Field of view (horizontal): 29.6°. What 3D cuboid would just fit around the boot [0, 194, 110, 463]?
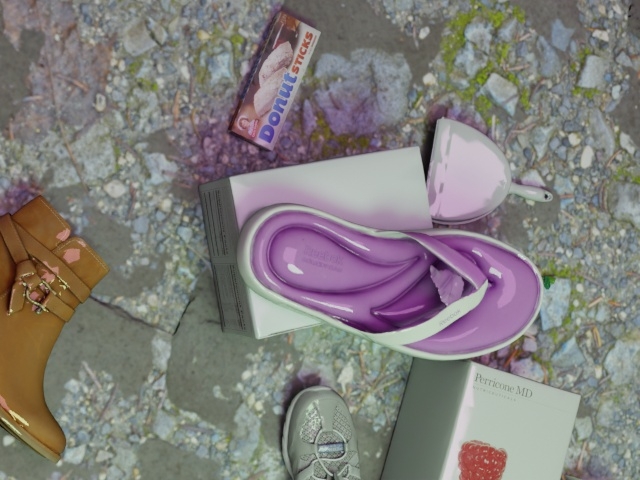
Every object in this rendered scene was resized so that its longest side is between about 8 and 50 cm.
[{"bbox_3d":[-0.341,0.105,1.467,0.220,0.109,0.283,-40,95,-21],"label":"boot"}]

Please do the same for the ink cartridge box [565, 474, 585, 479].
[{"bbox_3d":[0.380,0.412,1.730,0.090,0.092,0.143,8,87,-21],"label":"ink cartridge box"}]

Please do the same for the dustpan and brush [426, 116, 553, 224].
[{"bbox_3d":[0.243,-0.082,1.716,0.211,0.060,0.147,11,86,-14],"label":"dustpan and brush"}]

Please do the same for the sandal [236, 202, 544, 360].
[{"bbox_3d":[0.101,0.057,1.471,0.416,0.102,0.169,9,88,-21],"label":"sandal"}]

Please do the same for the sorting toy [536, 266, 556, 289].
[{"bbox_3d":[0.302,0.067,1.751,0.083,0.012,0.062,9,81,-17],"label":"sorting toy"}]

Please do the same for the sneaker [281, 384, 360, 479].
[{"bbox_3d":[0.022,0.329,1.581,0.105,0.115,0.281,-7,91,-21],"label":"sneaker"}]

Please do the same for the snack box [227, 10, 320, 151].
[{"bbox_3d":[-0.061,-0.211,1.613,0.064,0.022,0.178,25,80,-20],"label":"snack box"}]

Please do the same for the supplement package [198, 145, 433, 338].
[{"bbox_3d":[0.000,0.000,1.566,0.262,0.145,0.204,-11,93,-21],"label":"supplement package"}]

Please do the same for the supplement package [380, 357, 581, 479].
[{"bbox_3d":[0.198,0.316,1.617,0.178,0.175,0.292,18,82,-19],"label":"supplement package"}]
